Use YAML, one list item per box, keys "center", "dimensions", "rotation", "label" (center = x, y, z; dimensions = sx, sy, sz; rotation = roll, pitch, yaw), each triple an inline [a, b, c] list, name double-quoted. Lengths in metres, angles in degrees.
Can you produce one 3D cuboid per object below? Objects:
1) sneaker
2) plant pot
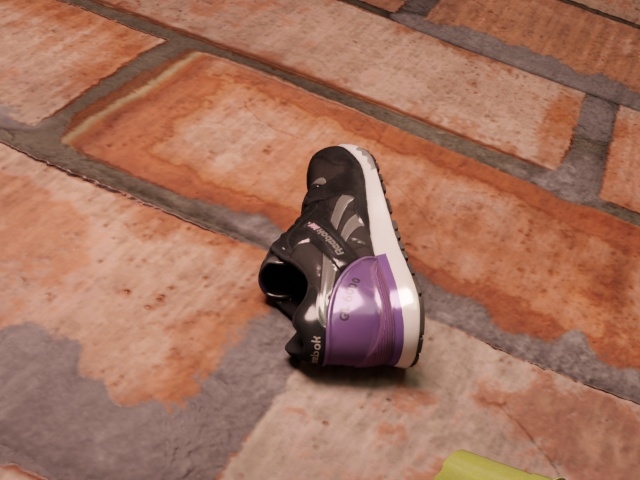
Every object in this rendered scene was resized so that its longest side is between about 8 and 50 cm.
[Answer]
- center: [0.000, 0.000, 0.913]
  dimensions: [0.124, 0.107, 0.283]
  rotation: [-2, 37, -13]
  label: "sneaker"
- center: [0.123, 0.192, 0.717]
  dimensions: [0.079, 0.083, 0.083]
  rotation: [23, 33, 35]
  label: "plant pot"
